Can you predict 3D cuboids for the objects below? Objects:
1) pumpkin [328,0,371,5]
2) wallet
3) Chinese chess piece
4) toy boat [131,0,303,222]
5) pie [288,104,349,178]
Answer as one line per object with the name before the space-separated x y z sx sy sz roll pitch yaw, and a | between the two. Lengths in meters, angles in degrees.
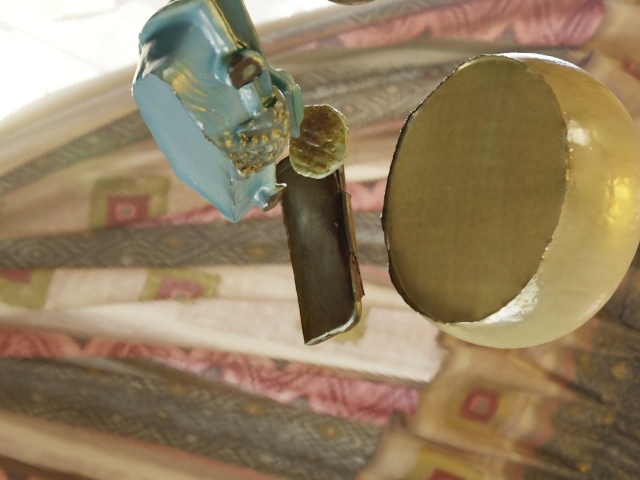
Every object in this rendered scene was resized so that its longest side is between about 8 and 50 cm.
pumpkin | 0.076 -0.367 1.369 0.233 0.163 0.233 -28 -173 4
wallet | 0.000 0.000 1.528 0.137 0.031 0.255 -27 -113 48
Chinese chess piece | 0.157 -0.034 0.999 0.250 0.103 0.249 -23 -118 53
toy boat | -0.057 -0.095 0.751 0.098 0.109 0.238 -52 168 -12
pie | -0.004 -0.110 1.315 0.084 0.020 0.084 -1 -92 30
